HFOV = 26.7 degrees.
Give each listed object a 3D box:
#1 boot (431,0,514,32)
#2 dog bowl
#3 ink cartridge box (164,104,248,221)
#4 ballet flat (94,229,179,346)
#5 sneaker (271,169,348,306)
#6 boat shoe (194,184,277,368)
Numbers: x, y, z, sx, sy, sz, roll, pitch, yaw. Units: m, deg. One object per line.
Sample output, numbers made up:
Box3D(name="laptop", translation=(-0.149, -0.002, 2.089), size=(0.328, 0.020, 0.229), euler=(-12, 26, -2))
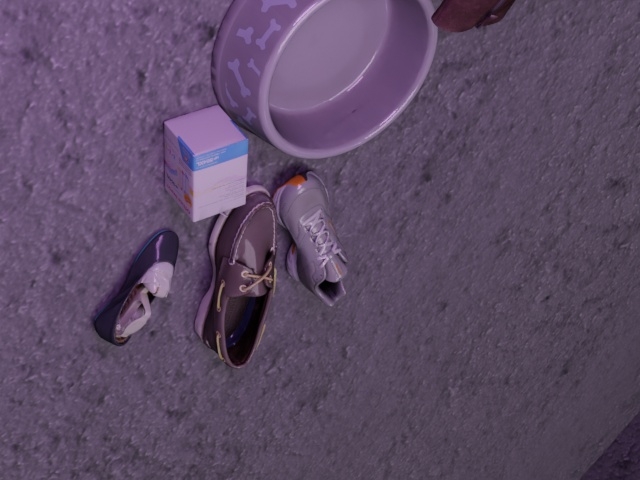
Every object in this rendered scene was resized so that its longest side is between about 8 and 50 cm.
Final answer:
Box3D(name="boot", translation=(0.271, -0.371, 1.749), size=(0.248, 0.090, 0.207), euler=(-17, 154, -29))
Box3D(name="dog bowl", translation=(0.019, -0.268, 1.934), size=(0.348, 0.102, 0.349), euler=(-25, 141, -22))
Box3D(name="ink cartridge box", translation=(-0.165, -0.103, 1.938), size=(0.089, 0.092, 0.143), euler=(-20, 138, -26))
Box3D(name="ballet flat", translation=(-0.267, 0.080, 2.049), size=(0.203, 0.074, 0.074), euler=(-52, 142, 13))
Box3D(name="sneaker", translation=(0.000, 0.000, 2.167), size=(0.099, 0.121, 0.262), euler=(-32, 142, -15))
Box3D(name="boat shoe", translation=(-0.120, 0.062, 2.140), size=(0.116, 0.097, 0.324), euler=(-11, 134, -35))
